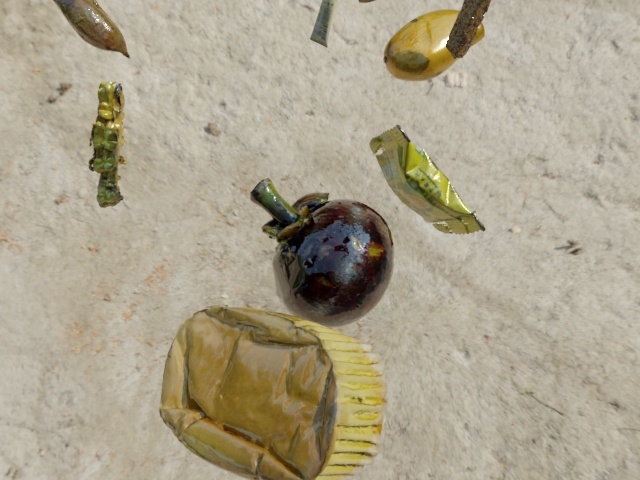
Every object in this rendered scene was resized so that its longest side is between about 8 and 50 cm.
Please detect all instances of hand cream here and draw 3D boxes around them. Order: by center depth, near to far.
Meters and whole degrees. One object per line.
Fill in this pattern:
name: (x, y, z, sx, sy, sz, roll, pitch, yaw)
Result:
hand cream: (0.015, -0.600, 1.375, 0.061, 0.039, 0.143, 31, 131, 12)

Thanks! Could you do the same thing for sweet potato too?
sweet potato: (-0.433, -0.413, 0.906, 0.068, 0.068, 0.226, -45, 97, 0)

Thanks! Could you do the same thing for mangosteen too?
mangosteen: (-0.011, 0.015, 0.879, 0.289, 0.231, 0.231, 34, 87, -13)

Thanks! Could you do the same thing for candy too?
candy: (0.223, -0.122, 1.125, 0.081, 0.187, 0.297, -43, 102, -14)

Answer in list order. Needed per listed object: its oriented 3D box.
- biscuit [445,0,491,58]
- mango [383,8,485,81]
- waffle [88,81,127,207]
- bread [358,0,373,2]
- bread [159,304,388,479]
biscuit: (0.328, -0.495, 1.093, 0.034, 0.199, 0.064, 0, 47, -21)
mango: (0.279, -0.488, 1.276, 0.262, 0.109, 0.157, -24, 73, -7)
waffle: (-0.394, -0.174, 0.957, 0.051, 0.231, 0.228, 0, 89, -17)
bread: (0.057, -0.293, 0.212, 0.194, 0.340, 0.179, 0, 70, -23)
bread: (-0.059, 0.197, 0.654, 0.288, 0.156, 0.204, -4, 70, 32)
